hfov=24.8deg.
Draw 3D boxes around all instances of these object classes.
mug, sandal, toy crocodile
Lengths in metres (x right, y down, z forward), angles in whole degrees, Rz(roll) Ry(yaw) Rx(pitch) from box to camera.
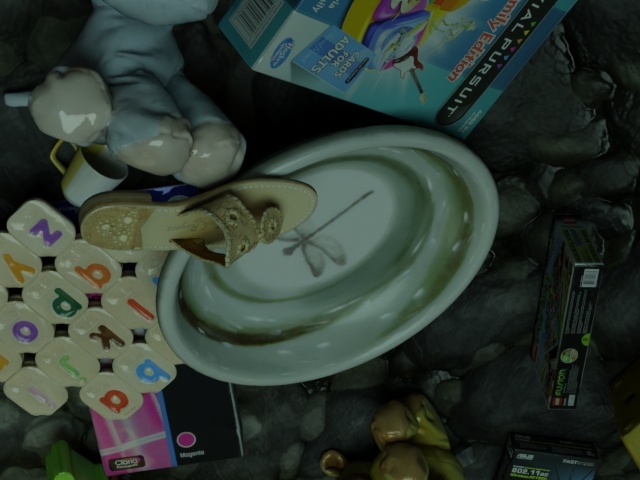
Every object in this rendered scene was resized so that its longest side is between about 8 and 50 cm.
[{"bbox_3d":[-0.260,-0.076,1.625,0.062,0.078,0.064,4,137,-47],"label":"mug"},{"bbox_3d":[-0.111,-0.002,1.414,0.240,0.079,0.088,-3,134,-17],"label":"sandal"},{"bbox_3d":[-0.253,0.382,1.865,0.105,0.115,0.340,-24,123,3],"label":"toy crocodile"}]

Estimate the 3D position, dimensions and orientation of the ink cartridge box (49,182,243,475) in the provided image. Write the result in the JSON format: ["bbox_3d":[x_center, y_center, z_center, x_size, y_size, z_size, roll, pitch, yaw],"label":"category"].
[{"bbox_3d":[-0.203,0.113,1.738,0.176,0.069,0.371,-8,119,-1],"label":"ink cartridge box"}]

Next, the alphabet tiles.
[{"bbox_3d":[-0.276,0.082,1.662,0.284,0.021,0.278,-41,115,18],"label":"alphabet tiles"}]

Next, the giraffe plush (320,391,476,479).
[{"bbox_3d":[0.086,0.303,1.845,0.170,0.181,0.210,-27,155,22],"label":"giraffe plush"}]

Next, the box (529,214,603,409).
[{"bbox_3d":[0.292,0.086,1.740,0.036,0.114,0.207,1,121,-6],"label":"box"}]

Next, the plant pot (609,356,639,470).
[{"bbox_3d":[0.479,0.221,1.801,0.187,0.212,0.212,40,110,-11],"label":"plant pot"}]

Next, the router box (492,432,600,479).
[{"bbox_3d":[0.296,0.305,1.917,0.122,0.038,0.092,8,119,-11],"label":"router box"}]

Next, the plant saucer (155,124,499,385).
[{"bbox_3d":[0.000,0.000,1.622,0.400,0.100,0.400,-16,142,-13],"label":"plant saucer"}]

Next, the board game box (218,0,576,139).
[{"bbox_3d":[0.102,-0.249,1.449,0.336,0.079,0.254,12,124,-46],"label":"board game box"}]

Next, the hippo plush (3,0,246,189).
[{"bbox_3d":[-0.162,-0.197,1.476,0.234,0.294,0.236,20,94,-18],"label":"hippo plush"}]
